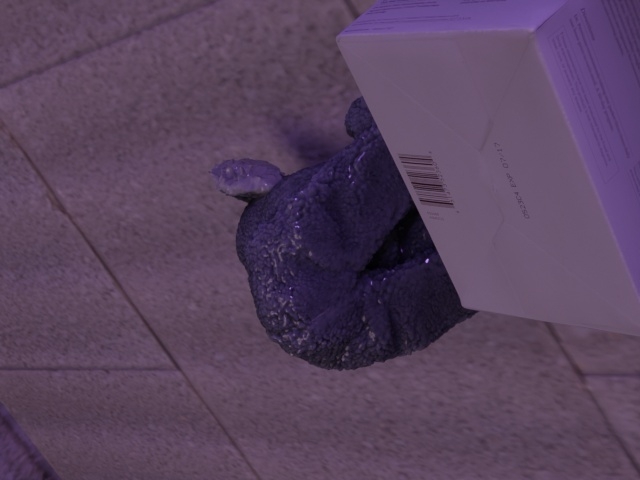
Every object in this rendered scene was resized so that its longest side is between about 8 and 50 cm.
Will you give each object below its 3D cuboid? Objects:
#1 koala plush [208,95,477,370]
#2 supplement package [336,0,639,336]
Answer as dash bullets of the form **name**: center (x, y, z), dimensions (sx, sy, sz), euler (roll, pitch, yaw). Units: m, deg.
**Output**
- **koala plush**: center (0.000, 0.000, 1.186), dimensions (0.196, 0.203, 0.221), euler (59, 160, -21)
- **supplement package**: center (0.155, -0.089, 0.834), dimensions (0.149, 0.203, 0.194), euler (8, 133, 49)
